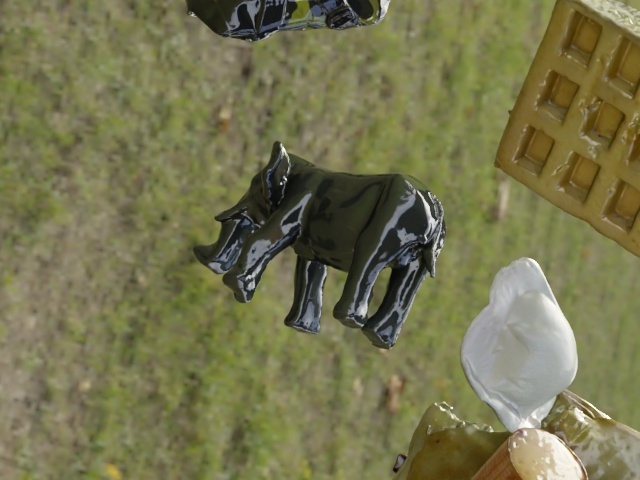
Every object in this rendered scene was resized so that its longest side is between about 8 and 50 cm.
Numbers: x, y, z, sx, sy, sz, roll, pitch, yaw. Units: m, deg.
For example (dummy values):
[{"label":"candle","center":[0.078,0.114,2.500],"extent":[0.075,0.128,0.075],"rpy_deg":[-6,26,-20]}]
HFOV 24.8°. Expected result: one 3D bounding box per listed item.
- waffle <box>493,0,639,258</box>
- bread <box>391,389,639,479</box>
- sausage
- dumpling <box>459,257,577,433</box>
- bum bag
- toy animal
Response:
[{"label":"waffle","center":[0.302,-0.101,1.408],"extent":[0.055,0.248,0.221],"rpy_deg":[-34,151,-44]},{"label":"bread","center":[0.282,0.320,1.802],"extent":[0.314,0.370,0.191],"rpy_deg":[-57,175,-23]},{"label":"sausage","center":[0.115,0.242,1.143],"extent":[0.234,0.071,0.071],"rpy_deg":[-55,174,35]},{"label":"dumpling","center":[0.221,0.136,1.644],"extent":[0.151,0.124,0.229],"rpy_deg":[-46,127,-33]},{"label":"bum bag","center":[-0.026,-0.254,1.534],"extent":[0.060,0.232,0.107],"rpy_deg":[91,-13,-49]},{"label":"toy animal","center":[0.001,0.002,1.197],"extent":[0.114,0.245,0.146],"rpy_deg":[46,61,-57]}]
